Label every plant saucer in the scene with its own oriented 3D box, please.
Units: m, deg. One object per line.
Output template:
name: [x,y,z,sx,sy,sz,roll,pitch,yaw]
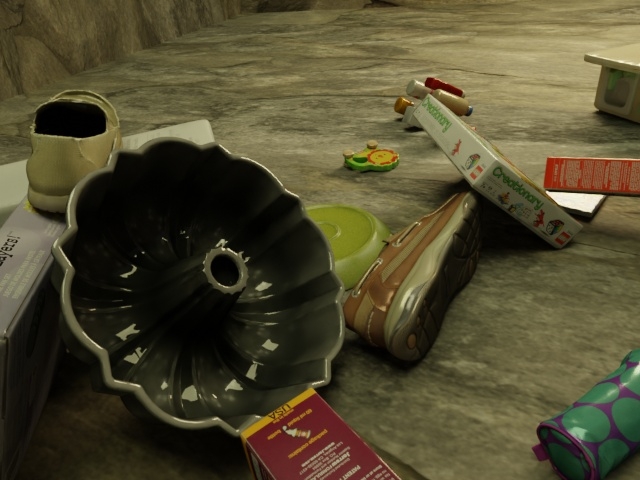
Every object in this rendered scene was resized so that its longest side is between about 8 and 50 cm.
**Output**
plant saucer: [0.000,0.000,0.842,0.241,0.037,0.240,-7,33,5]

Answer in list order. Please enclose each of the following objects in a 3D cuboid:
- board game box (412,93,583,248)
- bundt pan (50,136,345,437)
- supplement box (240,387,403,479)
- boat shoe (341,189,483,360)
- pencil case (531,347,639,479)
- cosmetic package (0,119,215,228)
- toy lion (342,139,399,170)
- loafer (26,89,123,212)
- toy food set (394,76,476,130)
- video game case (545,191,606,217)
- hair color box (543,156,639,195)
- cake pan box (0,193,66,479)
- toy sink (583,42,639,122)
board game box: [0.273,-0.125,0.845,0.193,0.053,0.305,29,23,-24]
bundt pan: [-0.135,0.056,0.576,0.124,0.331,0.330,-34,13,41]
supplement box: [0.021,0.227,0.423,0.081,0.104,0.188,-27,37,-26]
boat shoe: [0.135,0.020,0.703,0.117,0.123,0.324,11,36,32]
pencil case: [0.278,0.165,0.491,0.152,0.064,0.070,-25,-2,-22]
cosmetic package: [-0.351,-0.001,0.756,0.454,0.229,0.161,-16,34,-8]
toy lion: [0.110,-0.170,1.086,0.100,0.034,0.096,-24,43,-21]
loafer: [-0.296,-0.135,0.635,0.102,0.092,0.268,3,34,-22]
toy food set: [0.270,-0.308,1.197,0.105,0.111,0.232,14,14,-22]
video game case: [0.436,-0.081,0.878,0.087,0.011,0.122,20,43,37]
hair color box: [0.431,-0.094,0.775,0.167,0.053,0.093,8,5,28]
cake pan box: [-0.330,0.115,0.560,0.070,0.266,0.245,13,30,-14]
toy sink: [0.690,-0.334,1.095,0.234,0.131,0.153,-15,33,-18]
